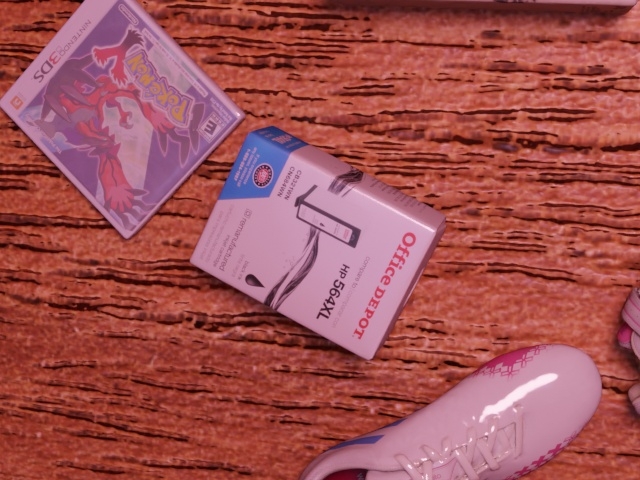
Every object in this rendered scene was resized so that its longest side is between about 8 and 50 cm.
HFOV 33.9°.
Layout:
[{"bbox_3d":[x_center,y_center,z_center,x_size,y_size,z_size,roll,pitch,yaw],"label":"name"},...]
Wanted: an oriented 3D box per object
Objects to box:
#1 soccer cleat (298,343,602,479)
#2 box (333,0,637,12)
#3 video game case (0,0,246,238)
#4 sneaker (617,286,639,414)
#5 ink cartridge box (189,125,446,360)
[{"bbox_3d":[0.118,0.211,0.997,0.331,0.143,0.116,-30,91,15],"label":"soccer cleat"},{"bbox_3d":[0.145,-0.264,0.939,0.275,0.094,0.113,3,99,12],"label":"box"},{"bbox_3d":[-0.206,-0.134,1.077,0.201,0.023,0.183,46,106,2],"label":"video game case"},{"bbox_3d":[0.326,0.063,0.947,0.111,0.103,0.252,-1,98,11],"label":"sneaker"},{"bbox_3d":[0.000,0.000,1.019,0.203,0.086,0.148,28,104,8],"label":"ink cartridge box"}]
